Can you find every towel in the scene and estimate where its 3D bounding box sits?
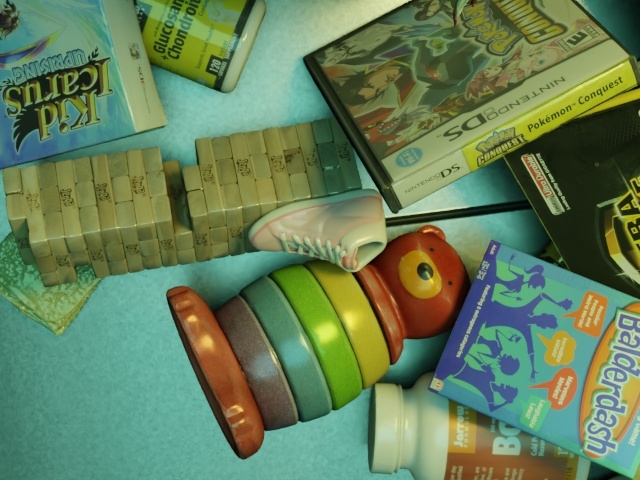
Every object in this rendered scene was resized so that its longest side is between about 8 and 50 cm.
[{"bbox_3d":[-0.268,0.013,1.411,0.110,0.027,0.148,38,94,-5],"label":"towel"}]

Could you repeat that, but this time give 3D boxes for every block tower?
[{"bbox_3d":[-0.132,-0.037,1.347,0.335,0.097,0.091,-10,61,-7],"label":"block tower"}]

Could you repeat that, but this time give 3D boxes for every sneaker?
[{"bbox_3d":[0.000,0.000,1.305,0.134,0.051,0.070,-15,61,2],"label":"sneaker"}]

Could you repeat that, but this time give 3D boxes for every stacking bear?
[{"bbox_3d":[0.016,0.083,1.366,0.289,0.164,0.175,-24,72,-10],"label":"stacking bear"}]

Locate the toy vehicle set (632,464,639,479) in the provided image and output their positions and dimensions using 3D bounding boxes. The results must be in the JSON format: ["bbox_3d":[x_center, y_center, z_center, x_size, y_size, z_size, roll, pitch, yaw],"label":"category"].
[{"bbox_3d":[0.438,0.168,1.351,0.266,0.166,0.035,-7,120,14],"label":"toy vehicle set"}]

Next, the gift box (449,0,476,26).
[{"bbox_3d":[0.040,-0.287,0.938,0.258,0.255,0.276,9,92,2],"label":"gift box"}]

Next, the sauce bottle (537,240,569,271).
[{"bbox_3d":[0.248,0.021,1.422,0.042,0.042,0.128,41,92,-5],"label":"sauce bottle"}]

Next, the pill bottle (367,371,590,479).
[{"bbox_3d":[0.159,0.195,1.397,0.216,0.121,0.121,2,96,-3],"label":"pill bottle"}]

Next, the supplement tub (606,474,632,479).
[{"bbox_3d":[0.388,0.406,1.368,0.241,0.241,0.331,-20,97,0],"label":"supplement tub"}]

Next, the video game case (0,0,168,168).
[{"bbox_3d":[-0.301,-0.195,1.315,0.269,0.061,0.244,-12,98,26],"label":"video game case"}]

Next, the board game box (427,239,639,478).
[{"bbox_3d":[0.230,0.112,1.311,0.210,0.047,0.160,22,86,13],"label":"board game box"}]

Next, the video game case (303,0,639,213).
[{"bbox_3d":[0.131,-0.162,1.294,0.248,0.275,0.035,-28,127,1],"label":"video game case"}]

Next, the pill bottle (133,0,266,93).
[{"bbox_3d":[-0.154,-0.223,1.352,0.184,0.103,0.103,21,95,-4],"label":"pill bottle"}]

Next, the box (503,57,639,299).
[{"bbox_3d":[0.351,-0.025,1.295,0.257,0.079,0.322,-17,119,32],"label":"box"}]
